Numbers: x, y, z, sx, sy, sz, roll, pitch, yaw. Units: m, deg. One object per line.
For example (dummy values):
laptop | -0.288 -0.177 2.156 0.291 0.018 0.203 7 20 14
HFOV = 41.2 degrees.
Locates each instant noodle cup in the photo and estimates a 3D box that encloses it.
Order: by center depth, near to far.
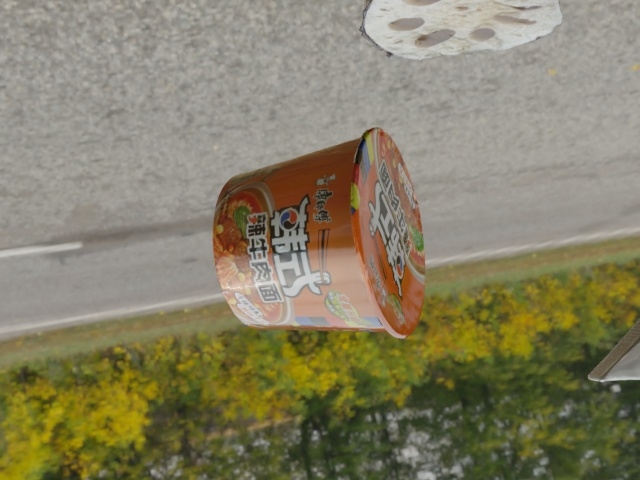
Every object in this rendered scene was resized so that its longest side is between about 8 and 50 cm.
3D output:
instant noodle cup | 0.000 0.000 1.027 0.192 0.251 0.250 -7 171 23

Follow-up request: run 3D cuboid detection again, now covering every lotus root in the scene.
lotus root | 0.175 -0.346 1.057 0.272 0.192 0.272 5 163 1

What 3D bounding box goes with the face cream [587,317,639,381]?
face cream | 0.386 0.028 0.707 0.235 0.137 0.420 -47 180 -12
